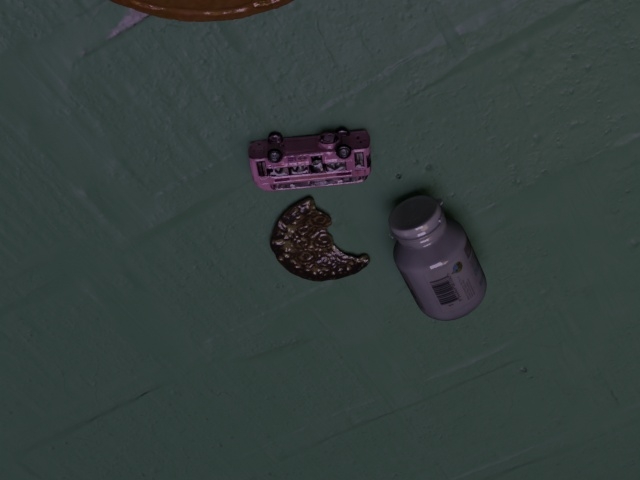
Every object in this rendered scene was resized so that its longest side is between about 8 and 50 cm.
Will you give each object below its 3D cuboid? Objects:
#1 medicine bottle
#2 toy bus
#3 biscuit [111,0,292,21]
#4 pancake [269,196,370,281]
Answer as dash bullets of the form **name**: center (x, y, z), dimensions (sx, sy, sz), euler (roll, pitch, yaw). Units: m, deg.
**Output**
- **medicine bottle**: center (0.202, 0.028, 1.547), dimensions (0.135, 0.135, 0.215), euler (-21, 125, 12)
- **toy bus**: center (-0.016, -0.135, 1.458), dimensions (0.203, 0.063, 0.090), euler (-5, 130, 3)
- **biscuit**: center (-0.151, -0.434, 1.143), dimensions (0.385, 0.062, 0.365), euler (-5, 145, -14)
- **pancake**: center (0.000, 0.000, 1.587), dimensions (0.184, 0.020, 0.190), euler (-2, 128, -1)
